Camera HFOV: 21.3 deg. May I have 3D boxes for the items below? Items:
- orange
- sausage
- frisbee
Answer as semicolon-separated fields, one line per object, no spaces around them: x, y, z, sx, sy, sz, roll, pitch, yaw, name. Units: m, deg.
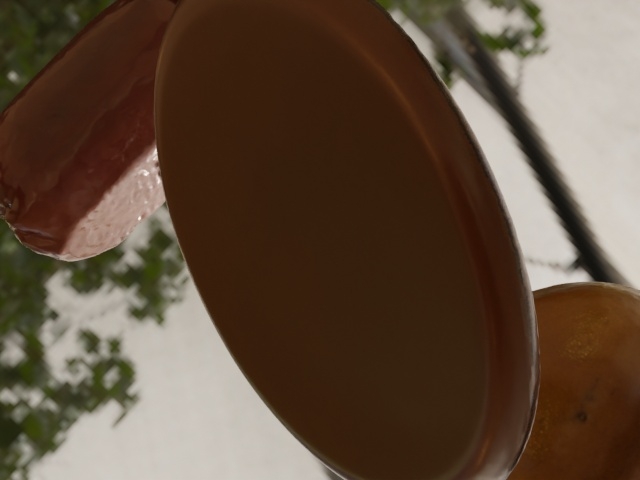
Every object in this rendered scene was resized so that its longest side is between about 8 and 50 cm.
0.136;0.094;0.943;0.159;0.136;0.159;-55;167;-19;orange
-0.158;-0.106;1.412;0.279;0.152;0.152;-45;-175;-10;sausage
0.000;0.000;0.712;0.021;0.251;0.251;-24;173;-30;frisbee
